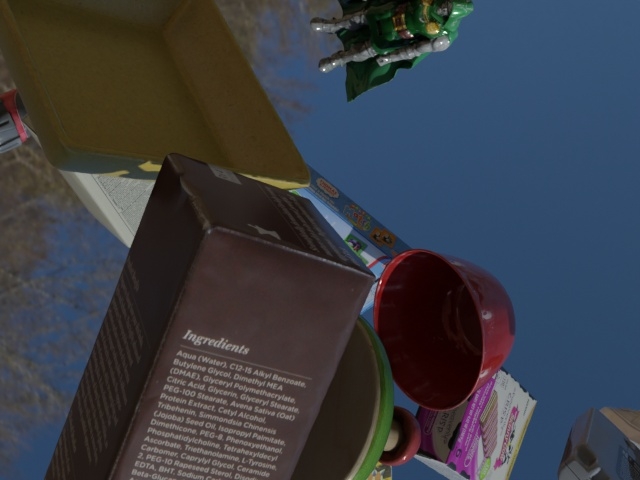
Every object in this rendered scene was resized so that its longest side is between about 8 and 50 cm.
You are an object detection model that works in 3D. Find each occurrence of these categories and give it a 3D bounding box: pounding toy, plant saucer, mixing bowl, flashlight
[{"bbox_3d":[-0.003,0.165,1.006,0.237,0.110,0.183,-44,-131,25],"label":"pounding toy"},{"bbox_3d":[-0.205,-0.175,1.219,0.332,0.081,0.333,6,-132,-48],"label":"plant saucer"},{"bbox_3d":[0.154,0.092,1.307,0.098,0.181,0.181,-9,-141,-36],"label":"mixing bowl"},{"bbox_3d":[-0.467,-0.262,2.092,0.304,0.103,0.103,-28,-171,-19],"label":"flashlight"}]

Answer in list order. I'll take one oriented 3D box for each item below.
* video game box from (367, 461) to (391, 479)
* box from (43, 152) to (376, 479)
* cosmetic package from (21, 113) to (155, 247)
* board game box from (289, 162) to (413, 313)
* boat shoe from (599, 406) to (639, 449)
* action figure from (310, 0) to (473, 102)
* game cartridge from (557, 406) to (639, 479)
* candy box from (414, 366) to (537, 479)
[{"bbox_3d":[-0.027,0.274,1.184,0.205,0.187,0.048,-5,-166,-17],"label":"video game box"},{"bbox_3d":[-0.111,0.146,0.895,0.143,0.382,0.191,16,-165,-20],"label":"box"},{"bbox_3d":[-0.305,-0.129,1.733,0.113,0.309,0.160,39,-104,21],"label":"cosmetic package"},{"bbox_3d":[0.000,0.000,1.436,0.211,0.160,0.039,38,-128,-10],"label":"board game box"},{"bbox_3d":[0.418,0.245,1.482,0.063,0.066,0.184,-28,-173,-8],"label":"boat shoe"},{"bbox_3d":[0.078,-0.230,1.238,0.063,0.137,0.232,-18,-173,-36],"label":"action figure"},{"bbox_3d":[0.381,0.327,1.287,0.062,0.198,0.297,-43,-96,14],"label":"game cartridge"},{"bbox_3d":[0.210,0.251,1.589,0.071,0.233,0.159,15,-104,31],"label":"candy box"}]
